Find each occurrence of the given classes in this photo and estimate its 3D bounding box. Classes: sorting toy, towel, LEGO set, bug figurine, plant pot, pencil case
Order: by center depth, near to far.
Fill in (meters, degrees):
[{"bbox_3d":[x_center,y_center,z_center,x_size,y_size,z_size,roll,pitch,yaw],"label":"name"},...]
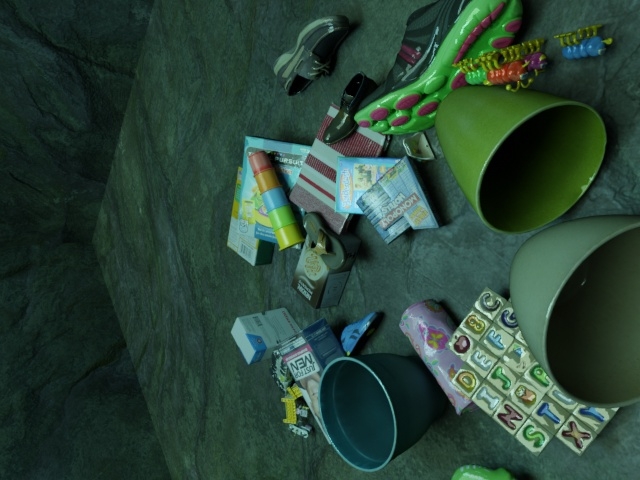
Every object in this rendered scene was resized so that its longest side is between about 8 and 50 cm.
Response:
[{"bbox_3d":[0.404,-0.350,0.999,0.216,0.279,0.072,29,137,66],"label":"bug figurine"},{"bbox_3d":[0.364,-0.206,1.052,0.275,0.275,0.293,-68,31,28],"label":"plant pot"},{"bbox_3d":[0.307,0.278,1.253,0.284,0.124,0.124,56,132,30],"label":"pencil case"},{"bbox_3d":[0.245,-0.235,1.307,0.045,0.075,0.083,-38,65,45],"label":"sorting toy"},{"bbox_3d":[0.176,0.409,1.311,0.271,0.255,0.272,7,99,49],"label":"plant pot"},{"bbox_3d":[0.050,-0.212,1.515,0.237,0.037,0.329,37,112,30],"label":"towel"},{"bbox_3d":[-0.050,0.523,1.742,0.132,0.107,0.287,23,110,10],"label":"LEGO set"}]

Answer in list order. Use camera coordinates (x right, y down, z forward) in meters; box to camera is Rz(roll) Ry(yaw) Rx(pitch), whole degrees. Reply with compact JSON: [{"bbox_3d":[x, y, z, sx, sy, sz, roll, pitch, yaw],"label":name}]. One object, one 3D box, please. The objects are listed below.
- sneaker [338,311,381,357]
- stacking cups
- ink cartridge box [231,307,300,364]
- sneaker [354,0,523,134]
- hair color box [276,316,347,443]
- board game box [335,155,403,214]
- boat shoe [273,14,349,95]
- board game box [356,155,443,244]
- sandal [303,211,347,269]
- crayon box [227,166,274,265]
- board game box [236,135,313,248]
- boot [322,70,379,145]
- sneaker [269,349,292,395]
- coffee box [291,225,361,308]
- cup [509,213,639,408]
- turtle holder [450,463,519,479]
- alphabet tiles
[{"bbox_3d":[0.106,0.270,1.522,0.082,0.069,0.209,52,131,28],"label":"sneaker"},{"bbox_3d":[-0.151,-0.126,1.615,0.096,0.096,0.316,-28,86,48],"label":"stacking cups"},{"bbox_3d":[-0.183,0.329,1.774,0.148,0.203,0.086,53,133,33],"label":"ink cartridge box"},{"bbox_3d":[0.264,-0.430,1.225,0.483,0.185,0.202,-38,47,41],"label":"sneaker"},{"bbox_3d":[0.020,0.428,1.548,0.174,0.105,0.347,-40,78,48],"label":"hair color box"},{"bbox_3d":[0.145,-0.149,1.400,0.210,0.047,0.160,7,99,26],"label":"board game box"},{"bbox_3d":[-0.016,-0.558,1.569,0.355,0.132,0.130,-21,87,58],"label":"boat shoe"},{"bbox_3d":[0.213,-0.082,1.313,0.194,0.060,0.194,-41,78,24],"label":"board game box"},{"bbox_3d":[0.000,0.000,1.482,0.090,0.060,0.219,-54,55,34],"label":"sandal"},{"bbox_3d":[-0.245,-0.093,1.900,0.203,0.083,0.323,31,117,44],"label":"crayon box"},{"bbox_3d":[-0.142,-0.163,1.698,0.254,0.079,0.336,13,105,23],"label":"board game box"},{"bbox_3d":[0.068,-0.368,1.412,0.219,0.106,0.082,-48,60,6],"label":"boot"},{"bbox_3d":[-0.106,0.449,1.771,0.107,0.110,0.275,51,149,26],"label":"sneaker"},{"bbox_3d":[0.014,0.074,1.593,0.141,0.098,0.246,40,122,40],"label":"coffee box"},{"bbox_3d":[0.477,0.090,0.914,0.237,0.331,0.331,-124,42,-68],"label":"cup"},{"bbox_3d":[0.354,0.681,1.177,0.227,0.243,0.320,20,69,32],"label":"turtle holder"},{"bbox_3d":[0.444,0.264,1.078,0.342,0.011,0.285,39,103,34],"label":"alphabet tiles"}]
